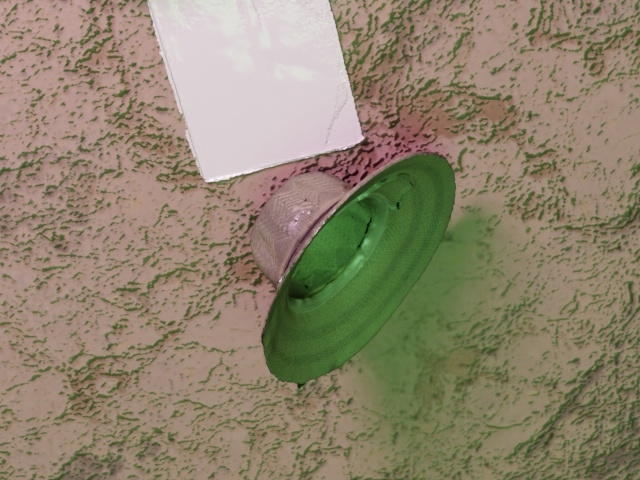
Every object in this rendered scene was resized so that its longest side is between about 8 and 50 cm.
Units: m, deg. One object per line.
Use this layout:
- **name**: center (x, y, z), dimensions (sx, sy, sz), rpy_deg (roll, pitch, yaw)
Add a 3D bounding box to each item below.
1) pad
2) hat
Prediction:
- **pad**: center (-0.062, -0.169, 1.434), dimensions (0.156, 0.004, 0.232), rpy_deg (-14, 116, 4)
- **hat**: center (0.000, 0.000, 1.456), dimensions (0.110, 0.252, 0.252), rpy_deg (39, 115, 25)
